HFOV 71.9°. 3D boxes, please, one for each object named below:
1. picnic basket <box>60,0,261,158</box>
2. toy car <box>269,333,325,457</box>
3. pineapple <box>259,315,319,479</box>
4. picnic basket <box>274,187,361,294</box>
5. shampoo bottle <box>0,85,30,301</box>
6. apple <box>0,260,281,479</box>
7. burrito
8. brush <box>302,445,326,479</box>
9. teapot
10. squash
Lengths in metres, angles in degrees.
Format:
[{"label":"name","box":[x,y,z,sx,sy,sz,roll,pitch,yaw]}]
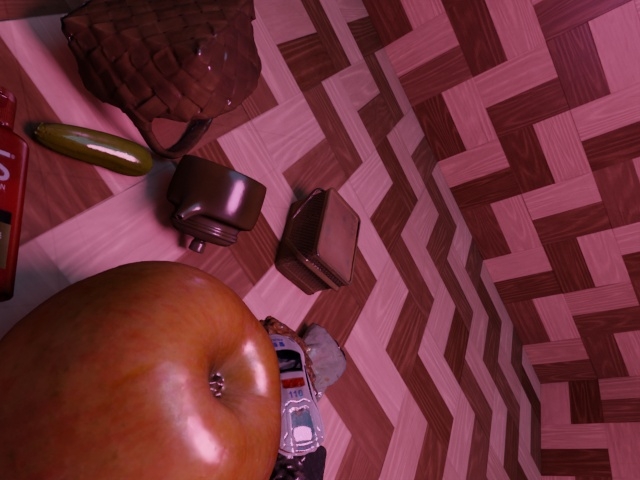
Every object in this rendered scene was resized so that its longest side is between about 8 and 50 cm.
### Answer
[{"label":"picnic basket","box":[-0.281,-0.312,0.874,0.337,0.337,0.293,47,50,-31]},{"label":"toy car","box":[-0.056,0.245,0.724,0.095,0.056,0.205,4,53,-31]},{"label":"pineapple","box":[-0.079,0.329,0.790,0.202,0.202,0.362,37,19,-40]},{"label":"picnic basket","box":[0.000,0.000,1.194,0.165,0.139,0.266,44,43,-35]},{"label":"shampoo bottle","box":[-0.477,-0.071,0.611,0.118,0.076,0.314,13,64,-43]},{"label":"apple","box":[-0.232,0.223,0.581,0.391,0.347,0.391,39,39,-42]},{"label":"burrito","box":[-0.028,0.314,1.054,0.144,0.089,0.229,52,35,-3]},{"label":"brush","box":[-0.067,0.482,0.938,0.197,0.059,0.123,40,43,-38]},{"label":"teapot","box":[-0.219,-0.058,0.904,0.268,0.186,0.175,34,79,-79]},{"label":"squash","box":[-0.397,-0.163,0.786,0.201,0.066,0.066,14,63,-45]}]
